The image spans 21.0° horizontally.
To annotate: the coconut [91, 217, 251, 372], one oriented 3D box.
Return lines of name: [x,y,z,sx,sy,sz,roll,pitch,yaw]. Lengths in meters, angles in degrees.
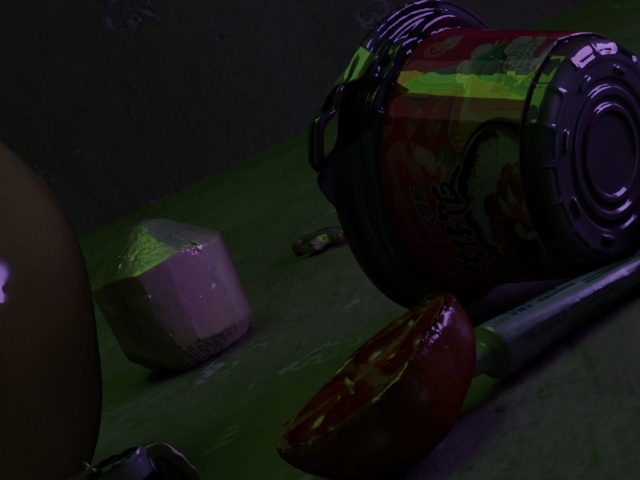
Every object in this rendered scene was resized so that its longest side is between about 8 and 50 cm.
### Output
coconut: [-0.155,0.049,1.770,0.147,0.153,0.147,-23,11,5]

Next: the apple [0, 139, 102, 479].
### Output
apple: [-0.384,0.093,1.294,0.473,0.474,0.473,-25,9,4]

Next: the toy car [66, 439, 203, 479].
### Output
toy car: [-0.186,0.218,1.078,0.256,0.101,0.124,-29,6,-12]

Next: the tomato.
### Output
tomato: [0.046,0.110,1.137,0.155,0.069,0.155,-40,8,7]

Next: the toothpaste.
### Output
toothpaste: [0.176,0.048,1.236,0.218,0.041,0.064,-27,0,-35]

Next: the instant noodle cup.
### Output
instant noodle cup: [0.157,-0.067,1.358,0.181,0.258,0.302,0,9,43]

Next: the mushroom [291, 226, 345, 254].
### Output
mushroom: [0.000,0.000,2.044,0.049,0.019,0.101,-33,11,-35]
